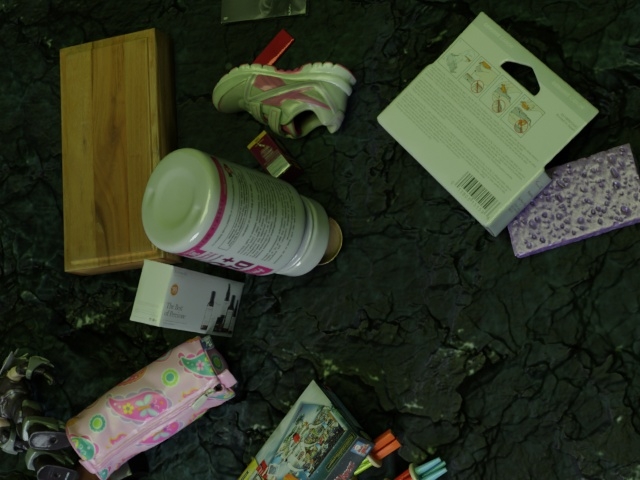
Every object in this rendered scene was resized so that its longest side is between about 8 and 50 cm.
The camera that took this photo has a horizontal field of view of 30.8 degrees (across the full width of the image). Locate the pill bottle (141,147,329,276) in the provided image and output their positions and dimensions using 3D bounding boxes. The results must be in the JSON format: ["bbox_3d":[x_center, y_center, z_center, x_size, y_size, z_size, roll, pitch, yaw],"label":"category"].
[{"bbox_3d":[-0.125,-0.034,1.816,0.160,0.283,0.161,-13,70,39],"label":"pill bottle"}]

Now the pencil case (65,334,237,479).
[{"bbox_3d":[-0.272,0.271,1.898,0.284,0.124,0.124,-32,70,-1],"label":"pencil case"}]

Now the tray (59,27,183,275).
[{"bbox_3d":[-0.358,-0.155,2.064,0.202,0.076,0.411,-8,80,22],"label":"tray"}]

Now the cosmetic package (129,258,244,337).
[{"bbox_3d":[-0.209,0.096,1.870,0.060,0.239,0.099,9,86,25],"label":"cosmetic package"}]

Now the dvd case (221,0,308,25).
[{"bbox_3d":[-0.096,-0.493,2.034,0.164,0.018,0.221,-2,81,23],"label":"dvd case"}]

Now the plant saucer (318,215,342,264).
[{"bbox_3d":[0.000,0.000,1.918,0.083,0.015,0.084,-4,80,23],"label":"plant saucer"}]

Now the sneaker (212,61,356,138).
[{"bbox_3d":[-0.068,-0.227,1.928,0.252,0.103,0.111,-1,72,24],"label":"sneaker"}]

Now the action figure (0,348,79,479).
[{"bbox_3d":[-0.509,0.307,2.022,0.285,0.099,0.185,38,120,49],"label":"action figure"}]

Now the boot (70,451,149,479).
[{"bbox_3d":[-0.405,0.501,1.970,0.280,0.096,0.264,-29,72,18],"label":"boot"}]

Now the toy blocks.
[{"bbox_3d":[0.113,0.349,1.795,0.148,0.054,0.123,-34,71,15],"label":"toy blocks"}]

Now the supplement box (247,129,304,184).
[{"bbox_3d":[-0.075,-0.137,1.950,0.043,0.055,0.083,-42,69,11],"label":"supplement box"}]

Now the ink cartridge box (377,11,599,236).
[{"bbox_3d":[0.258,-0.183,1.797,0.239,0.060,0.275,-45,61,6],"label":"ink cartridge box"}]

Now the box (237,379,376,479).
[{"bbox_3d":[-0.031,0.357,1.824,0.233,0.044,0.159,-53,39,8],"label":"box"}]

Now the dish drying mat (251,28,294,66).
[{"bbox_3d":[-0.082,-0.325,2.008,0.083,0.008,0.032,-47,68,9],"label":"dish drying mat"}]

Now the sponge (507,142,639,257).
[{"bbox_3d":[0.382,-0.059,1.755,0.210,0.031,0.117,-18,74,21],"label":"sponge"}]
